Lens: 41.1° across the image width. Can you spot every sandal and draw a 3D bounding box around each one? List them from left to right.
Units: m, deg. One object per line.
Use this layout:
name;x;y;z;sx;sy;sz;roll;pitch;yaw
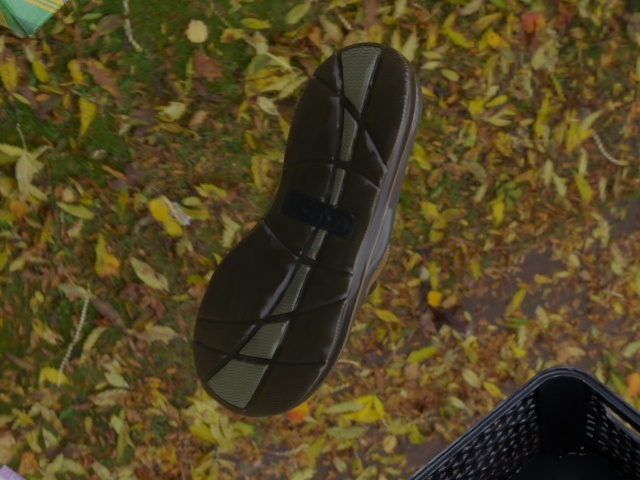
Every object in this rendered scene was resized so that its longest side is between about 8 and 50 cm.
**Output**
sandal;0.000;0.000;0.472;0.060;0.090;0.219;6;106;-59

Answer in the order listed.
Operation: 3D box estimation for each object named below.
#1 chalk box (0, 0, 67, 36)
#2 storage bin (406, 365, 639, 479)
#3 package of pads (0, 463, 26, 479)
chalk box;-0.278;-0.293;0.673;0.132;0.132;0.213;-50;141;-15
storage bin;0.108;0.168;0.441;0.180;0.122;0.084;-34;136;-16
package of pads;-0.250;0.227;0.714;0.083;0.032;0.050;42;127;-15
